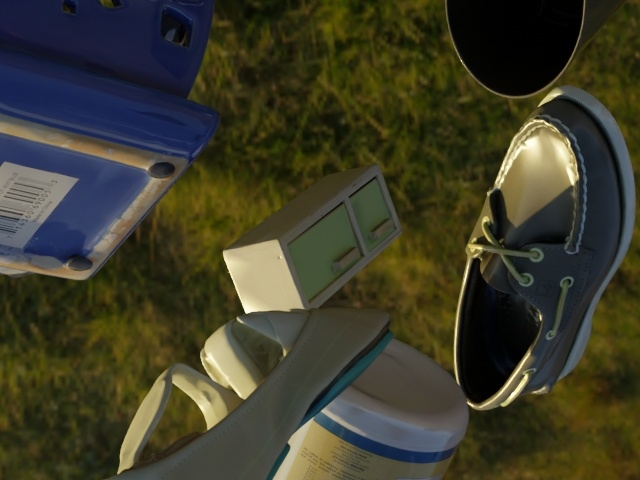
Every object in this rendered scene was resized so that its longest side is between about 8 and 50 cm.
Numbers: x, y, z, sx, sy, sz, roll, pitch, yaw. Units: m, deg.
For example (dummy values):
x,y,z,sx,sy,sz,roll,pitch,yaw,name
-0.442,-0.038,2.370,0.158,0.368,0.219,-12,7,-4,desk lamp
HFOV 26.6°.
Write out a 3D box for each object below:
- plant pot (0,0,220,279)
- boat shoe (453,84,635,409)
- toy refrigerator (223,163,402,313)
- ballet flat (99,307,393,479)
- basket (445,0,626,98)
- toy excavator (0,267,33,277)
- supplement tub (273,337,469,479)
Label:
x,y,z,sx,sy,sz,roll,pitch,yaw,name
-0.217,-0.110,0.979,0.236,0.212,0.236,13,140,-34,plant pot
0.164,0.019,1.051,0.091,0.109,0.305,-29,143,-29,boat shoe
0.000,0.000,1.673,0.094,0.269,0.102,-12,105,33,toy refrigerator
-0.038,0.082,0.688,0.086,0.248,0.086,11,119,20,ballet flat
0.253,-0.281,1.442,0.154,0.227,0.204,17,121,27,basket
-0.430,-0.137,1.416,0.432,0.222,0.445,-7,157,-32,toy excavator
0.013,0.181,1.033,0.144,0.144,0.200,13,113,-25,supplement tub
